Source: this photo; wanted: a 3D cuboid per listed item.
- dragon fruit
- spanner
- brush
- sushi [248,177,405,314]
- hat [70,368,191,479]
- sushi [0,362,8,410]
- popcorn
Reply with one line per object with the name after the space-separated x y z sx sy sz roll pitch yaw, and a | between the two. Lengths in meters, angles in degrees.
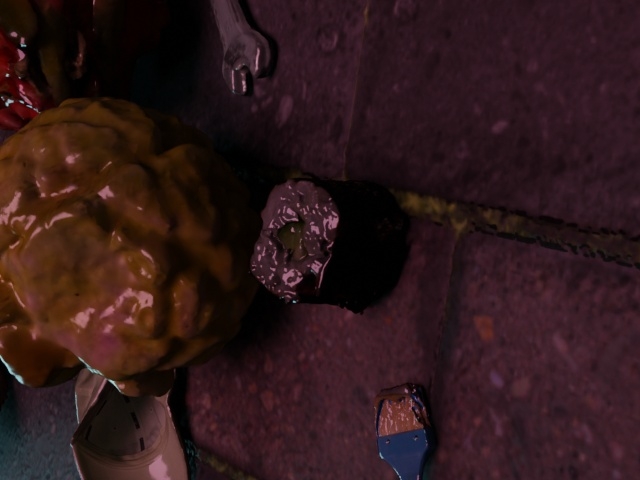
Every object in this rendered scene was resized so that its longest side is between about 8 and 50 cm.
-0.262 -0.210 1.018 0.303 0.231 0.237 51 120 41 | dragon fruit
-0.101 -0.253 0.989 0.071 0.017 0.302 -44 55 41 | spanner
0.065 0.180 0.763 0.051 0.014 0.164 -26 69 49 | brush
0.001 0.000 0.797 0.098 0.084 0.094 36 113 43 | sushi
-0.164 0.163 1.016 0.122 0.081 0.166 -26 80 6 | hat
-0.454 0.130 1.318 0.124 0.130 0.332 -45 54 40 | sushi
-0.167 0.001 0.905 0.259 0.212 0.259 7 117 14 | popcorn
